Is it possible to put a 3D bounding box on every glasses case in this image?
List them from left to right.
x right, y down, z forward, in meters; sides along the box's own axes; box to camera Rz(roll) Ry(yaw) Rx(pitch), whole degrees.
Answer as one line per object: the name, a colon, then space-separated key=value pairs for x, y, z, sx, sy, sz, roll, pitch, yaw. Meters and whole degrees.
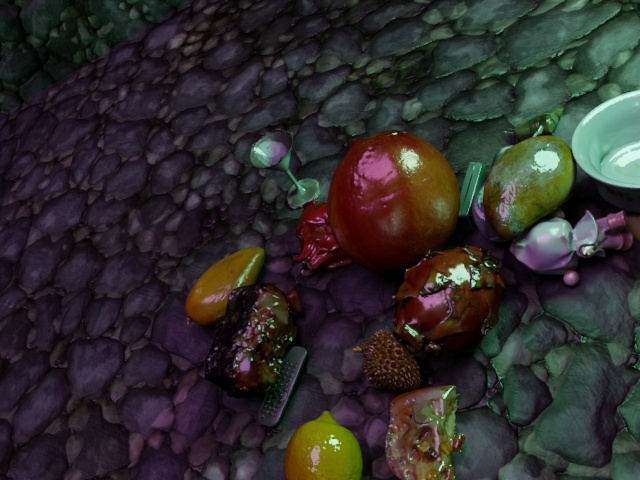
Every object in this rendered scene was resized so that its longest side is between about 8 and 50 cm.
glasses case: x=0.411 y=-0.120 z=1.890 sx=0.039 sy=0.078 sz=0.184 roll=4 pitch=59 yaw=31

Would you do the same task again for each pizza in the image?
pizza: x=0.232 y=0.466 z=1.560 sx=0.189 sy=0.071 sz=0.297 roll=-10 pitch=53 yaw=22

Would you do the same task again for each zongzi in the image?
zongzi: x=0.602 y=-0.329 z=1.974 sx=0.154 sy=0.062 sz=0.130 roll=-12 pitch=28 yaw=42

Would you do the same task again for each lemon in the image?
lemon: x=0.006 y=0.510 z=1.576 sx=0.186 sy=0.187 sz=0.244 roll=-6 pitch=59 yaw=25

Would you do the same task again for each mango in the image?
mango: x=-0.281 y=0.137 z=2.058 sx=0.176 sy=0.119 sz=0.317 roll=19 pitch=62 yaw=46
mango: x=0.503 y=-0.130 z=1.696 sx=0.192 sy=0.146 sz=0.316 roll=26 pitch=66 yaw=27

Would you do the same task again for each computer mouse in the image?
computer mouse: x=0.518 y=-0.149 z=1.838 sx=0.167 sy=0.090 sz=0.379 roll=23 pitch=69 yaw=18

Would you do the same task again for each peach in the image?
peach: x=0.185 y=-0.105 z=1.805 sx=0.372 sy=0.290 sz=0.373 roll=1 pitch=96 yaw=13

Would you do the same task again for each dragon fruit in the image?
dragon fruit: x=0.000 y=0.000 z=1.993 sx=0.262 sy=0.134 sz=0.212 roll=15 pitch=68 yaw=36
dragon fruit: x=0.302 y=0.151 z=1.654 sx=0.250 sy=0.250 sz=0.315 roll=3 pitch=52 yaw=31

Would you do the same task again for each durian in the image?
durian: x=0.146 y=0.289 z=1.691 sx=0.102 sy=0.147 sz=0.208 roll=-15 pitch=22 yaw=-39

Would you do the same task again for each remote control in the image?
remote control: x=-0.093 y=0.381 z=1.822 sx=0.072 sy=0.042 sz=0.222 roll=10 pitch=63 yaw=36

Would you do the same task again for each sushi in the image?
sushi: x=-0.164 y=0.259 z=1.849 sx=0.181 sy=0.196 sz=0.344 roll=-2 pitch=50 yaw=29

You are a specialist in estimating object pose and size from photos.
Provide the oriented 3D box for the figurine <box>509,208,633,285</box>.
figurine: x=0.595 y=0.003 z=1.660 sx=0.275 sy=0.133 sz=0.200 roll=-15 pitch=68 yaw=20

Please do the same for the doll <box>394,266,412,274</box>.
doll: x=0.195 y=0.069 z=1.907 sx=0.125 sy=0.027 sz=0.037 roll=11 pitch=62 yaw=38

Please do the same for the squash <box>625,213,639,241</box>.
squash: x=0.811 y=-0.013 z=1.569 sx=0.252 sy=0.093 sz=0.169 roll=-5 pitch=10 yaw=25

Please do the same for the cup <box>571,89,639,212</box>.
cup: x=0.790 y=-0.194 z=1.664 sx=0.347 sy=0.163 sz=0.347 roll=-15 pitch=44 yaw=15

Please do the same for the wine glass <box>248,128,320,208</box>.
wine glass: x=-0.101 y=-0.211 z=2.137 sx=0.156 sy=0.232 sz=0.156 roll=-16 pitch=49 yaw=20
